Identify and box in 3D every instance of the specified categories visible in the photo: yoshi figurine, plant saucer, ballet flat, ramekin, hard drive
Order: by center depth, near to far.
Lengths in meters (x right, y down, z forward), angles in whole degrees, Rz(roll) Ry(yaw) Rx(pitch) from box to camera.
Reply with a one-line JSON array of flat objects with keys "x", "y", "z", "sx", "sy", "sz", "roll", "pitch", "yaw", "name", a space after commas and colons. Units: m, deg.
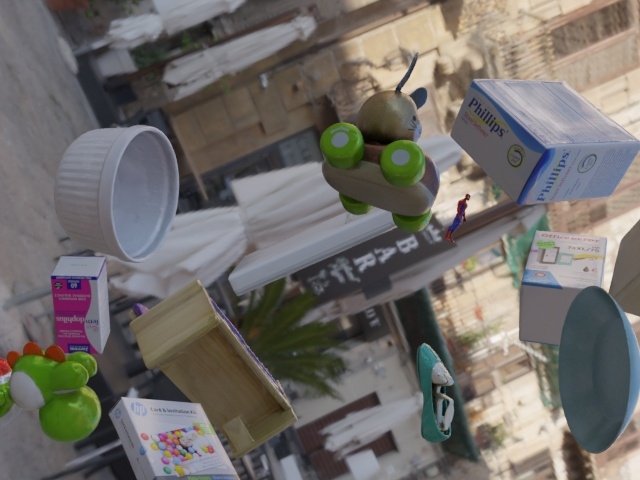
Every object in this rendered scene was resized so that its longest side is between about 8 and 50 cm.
[{"x": 0.334, "y": 0.151, "z": 0.887, "sx": 0.195, "sy": 0.037, "sz": 0.194, "roll": -177, "pitch": -90, "yaw": -86, "name": "plant saucer"}, {"x": -0.310, "y": -0.075, "z": 1.148, "sx": 0.207, "sy": 0.109, "sz": 0.207, "roll": 8, "pitch": 90, "yaw": -75, "name": "ramekin"}, {"x": 0.000, "y": 0.000, "z": 1.318, "sx": 0.203, "sy": 0.308, "sz": 0.040, "roll": -73, "pitch": 138, "yaw": -80, "name": "hard drive"}, {"x": -0.555, "y": 0.319, "z": 1.398, "sx": 0.203, "sy": 0.362, "sz": 0.203, "roll": 50, "pitch": 29, "yaw": -47, "name": "yoshi figurine"}, {"x": 0.297, "y": 0.382, "z": 1.897, "sx": 0.083, "sy": 0.087, "sz": 0.247, "roll": 8, "pitch": 77, "yaw": -50, "name": "ballet flat"}]

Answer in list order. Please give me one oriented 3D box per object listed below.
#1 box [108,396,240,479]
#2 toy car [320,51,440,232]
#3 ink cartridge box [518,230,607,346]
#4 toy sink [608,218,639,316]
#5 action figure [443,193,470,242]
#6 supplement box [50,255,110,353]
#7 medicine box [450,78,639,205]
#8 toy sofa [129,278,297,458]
[{"x": -0.185, "y": 0.294, "z": 1.005, "sx": 0.145, "sy": 0.038, "sz": 0.186, "roll": 20, "pitch": 24, "yaw": -48, "name": "box"}, {"x": 0.099, "y": -0.133, "z": 0.948, "sx": 0.149, "sy": 0.188, "sz": 0.155, "roll": 19, "pitch": -18, "yaw": 19, "name": "toy car"}, {"x": 0.657, "y": 0.128, "z": 2.037, "sx": 0.270, "sy": 0.198, "sz": 0.197, "roll": -55, "pitch": 144, "yaw": -52, "name": "ink cartridge box"}, {"x": 0.634, "y": 0.037, "z": 1.368, "sx": 0.234, "sy": 0.131, "sz": 0.152, "roll": 89, "pitch": 21, "yaw": -66, "name": "toy sink"}, {"x": 0.314, "y": -0.052, "z": 1.708, "sx": 0.030, "sy": 0.115, "sz": 0.038, "roll": 22, "pitch": 5, "yaw": 36, "name": "action figure"}, {"x": -0.588, "y": 0.159, "z": 1.860, "sx": 0.114, "sy": 0.111, "sz": 0.220, "roll": -100, "pitch": -168, "yaw": -64, "name": "supplement box"}, {"x": 0.479, "y": -0.218, "z": 1.626, "sx": 0.263, "sy": 0.289, "sz": 0.149, "roll": 57, "pitch": -39, "yaw": 40, "name": "medicine box"}, {"x": -0.200, "y": 0.235, "z": 1.433, "sx": 0.362, "sy": 0.150, "sz": 0.177, "roll": 60, "pitch": -4, "yaw": -40, "name": "toy sofa"}]
